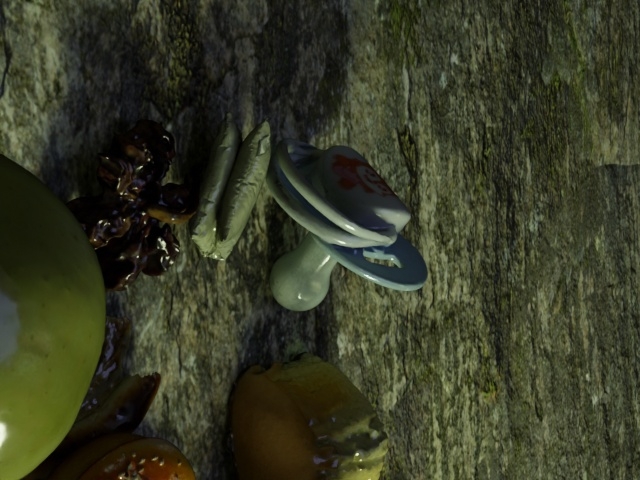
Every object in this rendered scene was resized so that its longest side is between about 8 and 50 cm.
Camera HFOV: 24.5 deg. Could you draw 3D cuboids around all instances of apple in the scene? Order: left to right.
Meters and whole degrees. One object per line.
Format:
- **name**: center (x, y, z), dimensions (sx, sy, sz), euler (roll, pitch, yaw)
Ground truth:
- **apple**: center (-0.381, 0.066, 1.387), dimensions (0.357, 0.357, 0.357), euler (-5, 96, -53)

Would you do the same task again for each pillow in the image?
- **pillow**: center (-0.118, -0.063, 1.924), dimensions (0.134, 0.077, 0.181), euler (102, 6, -73)

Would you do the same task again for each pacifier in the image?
- **pacifier**: center (0.000, 0.000, 2.031), dimensions (0.244, 0.299, 0.233), euler (5, 127, -44)

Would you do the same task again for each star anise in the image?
- **star anise**: center (-0.222, -0.045, 1.773), dimensions (0.190, 0.125, 0.220), euler (42, 62, -42)

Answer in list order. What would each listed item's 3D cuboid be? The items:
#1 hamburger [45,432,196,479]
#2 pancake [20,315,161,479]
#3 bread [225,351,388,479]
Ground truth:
- **hamburger**: center (-0.237, 0.326, 1.716), dimensions (0.237, 0.147, 0.237), euler (-37, 146, -31)
- **pancake**: center (-0.284, 0.195, 1.757), dimensions (0.212, 0.056, 0.257), euler (47, 56, -45)
- **bread**: center (-0.022, 0.289, 2.039), dimensions (0.204, 0.162, 0.262), euler (-13, 89, -41)
